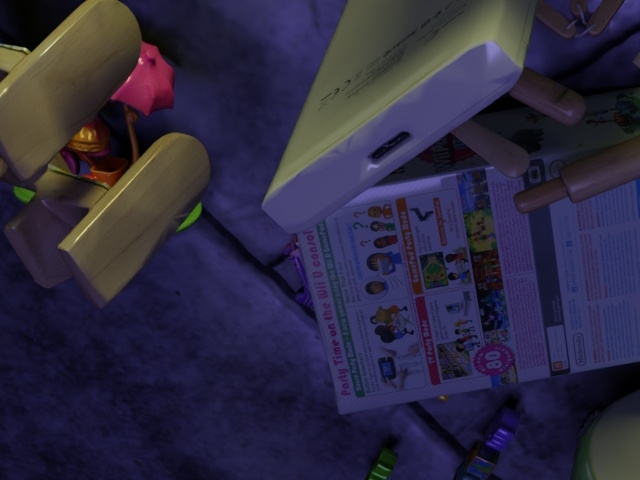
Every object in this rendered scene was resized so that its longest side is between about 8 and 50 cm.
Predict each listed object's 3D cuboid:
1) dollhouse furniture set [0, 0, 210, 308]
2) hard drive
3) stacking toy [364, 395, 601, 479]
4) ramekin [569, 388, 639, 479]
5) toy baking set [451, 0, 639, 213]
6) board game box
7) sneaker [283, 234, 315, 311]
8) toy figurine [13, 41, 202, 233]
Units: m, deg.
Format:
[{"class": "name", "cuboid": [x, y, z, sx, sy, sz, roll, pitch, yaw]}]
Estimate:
[{"class": "dollhouse furniture set", "cuboid": [-0.282, -0.204, 1.143, 0.362, 0.256, 0.394, 18, 147, 37]}, {"class": "hard drive", "cuboid": [0.072, -0.151, 1.039, 0.040, 0.307, 0.203, 44, 125, -18]}, {"class": "stacking toy", "cuboid": [0.158, 0.206, 1.455, 0.167, 0.052, 0.221, 27, 131, -3]}, {"class": "ramekin", "cuboid": [0.349, 0.249, 1.278, 0.303, 0.303, 0.148, 7, 120, 11]}, {"class": "toy baking set", "cuboid": [0.175, -0.120, 1.127, 0.256, 0.030, 0.197, -26, 75, 5]}, {"class": "board game box", "cuboid": [0.141, 0.010, 1.234, 0.303, 0.097, 0.224, -10, 123, 4]}, {"class": "sneaker", "cuboid": [0.000, 0.000, 1.333, 0.071, 0.068, 0.170, 18, 127, 18]}, {"class": "toy figurine", "cuboid": [-0.184, -0.103, 1.288, 0.173, 0.130, 0.159, 12, 117, 16]}]
